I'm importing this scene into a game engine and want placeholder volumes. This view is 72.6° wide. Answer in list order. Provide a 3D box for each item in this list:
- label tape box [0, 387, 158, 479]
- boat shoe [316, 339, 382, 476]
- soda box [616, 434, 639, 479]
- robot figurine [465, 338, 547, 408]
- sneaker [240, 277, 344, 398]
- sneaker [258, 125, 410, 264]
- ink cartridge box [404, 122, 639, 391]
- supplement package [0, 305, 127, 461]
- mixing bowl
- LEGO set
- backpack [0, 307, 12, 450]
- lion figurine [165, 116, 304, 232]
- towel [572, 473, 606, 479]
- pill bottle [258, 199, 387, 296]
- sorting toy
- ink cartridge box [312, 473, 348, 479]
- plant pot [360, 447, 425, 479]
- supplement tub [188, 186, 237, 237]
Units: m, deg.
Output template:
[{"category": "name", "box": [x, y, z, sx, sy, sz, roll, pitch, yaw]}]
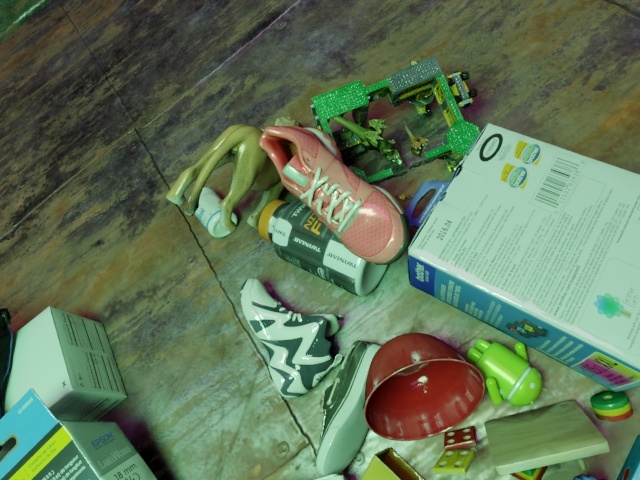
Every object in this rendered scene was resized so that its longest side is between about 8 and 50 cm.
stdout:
[{"category": "label tape box", "box": [-0.408, 0.429, 0.708, 0.240, 0.106, 0.334, -44, 80, 7]}, {"category": "boat shoe", "box": [0.043, 0.268, 0.712, 0.070, 0.078, 0.219, 5, 56, 43]}, {"category": "soda box", "box": [0.395, 0.353, 0.539, 0.067, 0.071, 0.210, 28, 78, 29]}, {"category": "robot figurine", "box": [0.278, 0.200, 0.658, 0.101, 0.067, 0.115, -32, 52, -33]}, {"category": "sneaker", "box": [-0.040, 0.146, 0.789, 0.153, 0.094, 0.235, -30, 59, 4]}, {"category": "sneaker", "box": [0.004, -0.075, 0.680, 0.314, 0.136, 0.116, 50, 117, 31]}, {"category": "ink cartridge box", "box": [0.313, -0.002, 0.664, 0.395, 0.151, 0.270, 29, 73, 22]}, {"category": "supplement package", "box": [-0.570, 0.304, 0.883, 0.262, 0.145, 0.204, -38, 59, 0]}, {"category": "mixing bowl", "box": [0.144, 0.208, 0.663, 0.181, 0.181, 0.098, -26, 34, 8]}, {"category": "LEGO set", "box": [0.132, -0.199, 0.868, 0.331, 0.192, 0.255, -29, 84, 0]}, {"category": "backpack", "box": [-0.691, 0.239, 0.721, 0.213, 0.263, 0.276, -23, 62, 10]}, {"category": "lion figurine", "box": [-0.125, -0.146, 0.831, 0.142, 0.392, 0.240, 34, 98, -1]}, {"category": "towel", "box": [0.225, 0.406, 0.472, 0.040, 0.243, 0.336, 27, 82, 39]}, {"category": "pill bottle", "box": [0.000, 0.000, 0.821, 0.245, 0.130, 0.130, 23, 76, 28]}, {"category": "sorting toy", "box": [0.291, 0.279, 0.587, 0.274, 0.132, 0.046, -21, 86, 14]}, {"category": "ink cartridge box", "box": [-0.009, 0.461, 0.600, 0.154, 0.093, 0.212, -18, 51, 2]}, {"category": "plant pot", "box": [0.099, 0.372, 0.641, 0.081, 0.081, 0.083, 35, 92, 30]}, {"category": "supplement tub", "box": [-0.241, -0.063, 0.976, 0.071, 0.071, 0.107, -44, 59, -4]}]
